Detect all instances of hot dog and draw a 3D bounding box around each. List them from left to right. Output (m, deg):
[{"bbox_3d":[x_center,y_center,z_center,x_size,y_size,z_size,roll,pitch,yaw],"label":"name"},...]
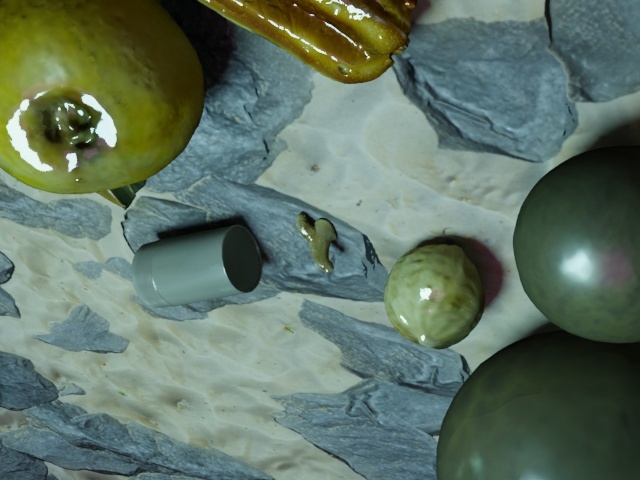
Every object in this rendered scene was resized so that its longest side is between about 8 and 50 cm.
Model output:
[{"bbox_3d":[-0.053,-0.301,0.761,0.349,0.117,0.158,30,154,-2],"label":"hot dog"}]

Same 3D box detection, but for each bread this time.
[{"bbox_3d":[-0.319,-0.123,1.055,0.139,0.074,0.084,34,136,-7],"label":"bread"}]

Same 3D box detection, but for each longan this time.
[{"bbox_3d":[0.344,0.288,0.968,0.404,0.405,0.336,-48,66,43],"label":"longan"},{"bbox_3d":[0.342,0.001,0.795,0.249,0.248,0.248,12,133,13],"label":"longan"}]

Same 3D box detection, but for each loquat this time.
[{"bbox_3d":[-0.278,-0.194,0.856,0.275,0.274,0.274,12,133,13],"label":"loquat"}]

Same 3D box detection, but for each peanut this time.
[{"bbox_3d":[0.162,0.077,1.013,0.141,0.109,0.159,18,123,-7],"label":"peanut"}]

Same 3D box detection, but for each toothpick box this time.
[{"bbox_3d":[-0.195,0.042,1.124,0.181,0.111,0.111,-11,124,28],"label":"toothpick box"}]

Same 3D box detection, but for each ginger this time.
[{"bbox_3d":[0.000,-0.001,1.061,0.097,0.048,0.030,62,170,2],"label":"ginger"}]
